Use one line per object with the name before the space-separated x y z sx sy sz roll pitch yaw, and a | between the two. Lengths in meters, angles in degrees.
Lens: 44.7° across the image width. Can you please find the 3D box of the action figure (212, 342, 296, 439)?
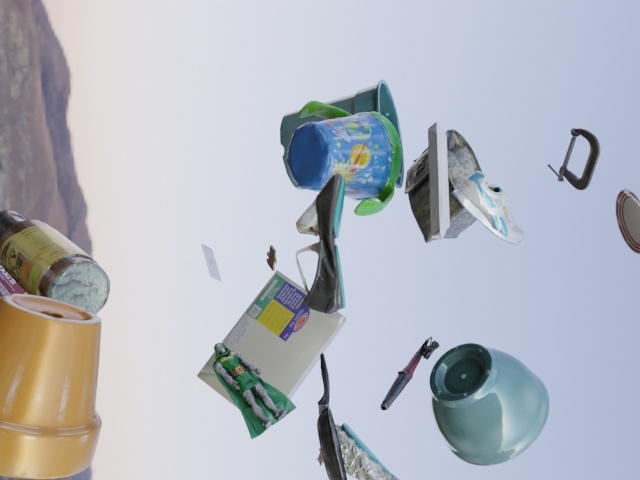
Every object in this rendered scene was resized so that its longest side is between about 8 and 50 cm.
action figure | -0.174 0.327 1.793 0.232 0.137 0.063 47 -42 19

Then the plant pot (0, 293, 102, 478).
plant pot | -0.371 0.176 1.005 0.205 0.205 0.188 21 -85 67

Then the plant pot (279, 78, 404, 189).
plant pot | 0.067 -0.306 2.467 0.341 0.333 0.341 -9 90 -73

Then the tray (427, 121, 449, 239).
tray | 0.282 -0.139 1.852 0.145 0.030 0.271 -111 -162 -88

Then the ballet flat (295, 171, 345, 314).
ballet flat | 0.000 0.000 1.485 0.095 0.096 0.281 81 9 -71

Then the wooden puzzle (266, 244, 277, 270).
wooden puzzle | -0.115 0.041 1.855 0.083 0.006 0.049 -134 -131 -64

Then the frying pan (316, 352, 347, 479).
frying pan | 0.015 0.418 1.802 0.197 0.053 0.326 74 2 -77

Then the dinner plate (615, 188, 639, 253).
dinner plate | 0.663 -0.041 1.643 0.141 0.017 0.141 165 -90 -86

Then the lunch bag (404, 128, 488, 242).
lunch bag | 0.386 -0.176 2.448 0.235 0.168 0.287 -47 -123 51

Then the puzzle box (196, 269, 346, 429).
puzzle box | -0.144 0.324 2.344 0.272 0.409 0.052 34 -11 21

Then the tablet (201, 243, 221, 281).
tablet | -0.246 0.051 1.766 0.054 0.006 0.083 37 31 -66

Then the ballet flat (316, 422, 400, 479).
ballet flat | 0.156 0.618 1.899 0.409 0.147 0.147 39 -42 20

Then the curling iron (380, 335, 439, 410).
curling iron | 0.201 0.302 1.789 0.035 0.274 0.068 42 -48 8

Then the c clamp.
c clamp | 0.563 -0.185 1.733 0.161 0.022 0.137 100 -27 -44

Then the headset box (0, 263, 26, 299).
headset box | -0.752 0.154 1.588 0.218 0.293 0.110 -29 -78 37

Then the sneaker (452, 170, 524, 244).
sneaker | 0.426 -0.074 1.887 0.092 0.228 0.087 -47 -153 12

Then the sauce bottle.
sauce bottle | -0.475 0.031 1.319 0.344 0.111 0.112 25 -62 47

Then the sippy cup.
sippy cup | 0.047 -0.210 1.960 0.305 0.224 0.240 25 -67 44

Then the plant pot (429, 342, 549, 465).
plant pot | 0.391 0.380 1.940 0.196 0.293 0.293 49 -2 -30
